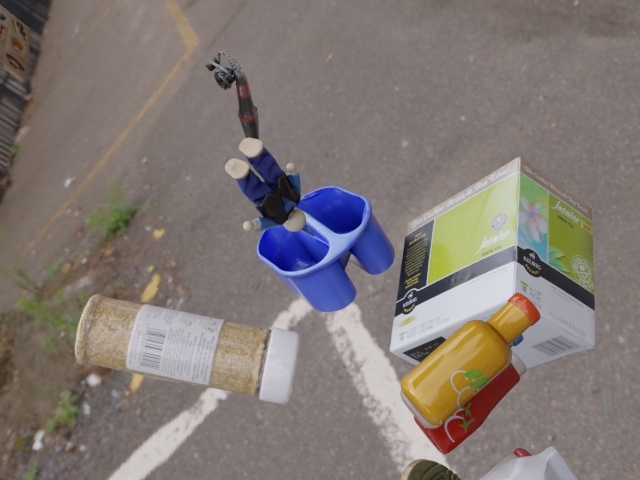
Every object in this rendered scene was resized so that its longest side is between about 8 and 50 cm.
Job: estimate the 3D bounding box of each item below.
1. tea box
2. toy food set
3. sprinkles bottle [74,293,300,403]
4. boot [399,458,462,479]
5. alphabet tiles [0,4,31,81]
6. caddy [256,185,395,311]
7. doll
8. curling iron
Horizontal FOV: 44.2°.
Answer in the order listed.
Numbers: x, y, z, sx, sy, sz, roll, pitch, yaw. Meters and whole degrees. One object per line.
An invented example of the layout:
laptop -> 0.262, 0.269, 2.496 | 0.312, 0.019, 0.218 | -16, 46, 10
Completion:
tea box -> 0.333, 0.073, 1.536 | 0.329, 0.220, 0.324 | -32, 37, 47
toy food set -> 0.147, 0.143, 0.595 | 0.104, 0.232, 0.111 | -39, 21, -7
sprinkles bottle -> -0.215, 0.178, 1.304 | 0.121, 0.355, 0.121 | -169, 90, -89
boot -> 0.120, 0.400, 1.120 | 0.089, 0.236, 0.269 | -41, 12, -29
alphabet tiles -> -0.487, -0.321, 1.055 | 0.009, 0.237, 0.198 | -28, 49, 20
caddy -> 0.000, 0.000, 1.704 | 0.241, 0.179, 0.341 | -43, 27, -10
doll -> -0.075, -0.068, 1.172 | 0.046, 0.189, 0.129 | 23, 74, 35
curling iron -> -0.120, -0.208, 1.223 | 0.035, 0.274, 0.068 | -41, 72, -7
